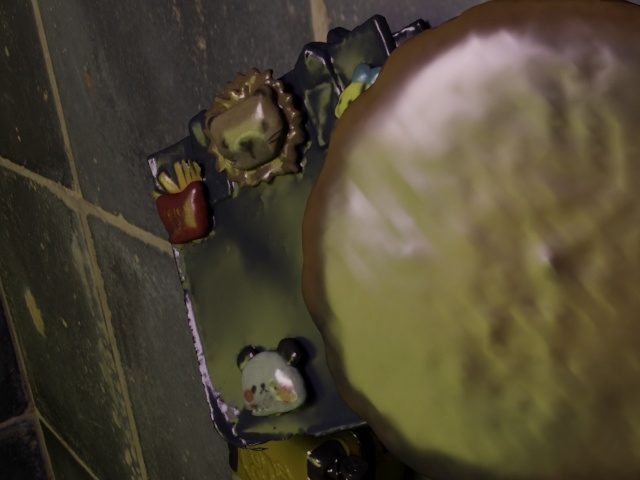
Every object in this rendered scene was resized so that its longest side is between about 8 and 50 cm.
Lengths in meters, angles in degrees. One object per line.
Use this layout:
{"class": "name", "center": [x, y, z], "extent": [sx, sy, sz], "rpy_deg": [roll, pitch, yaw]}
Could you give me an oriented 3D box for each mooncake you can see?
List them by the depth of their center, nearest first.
{"class": "mooncake", "center": [0.138, 0.008, 0.514], "extent": [0.290, 0.161, 0.291], "rpy_deg": [3, 97, 27]}

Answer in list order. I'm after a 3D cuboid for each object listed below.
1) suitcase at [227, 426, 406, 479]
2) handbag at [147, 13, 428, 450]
{"class": "suitcase", "center": [0.001, 0.229, 0.953], "extent": [0.235, 0.143, 0.194], "rpy_deg": [34, 135, 42]}
{"class": "handbag", "center": [0.000, 0.000, 0.754], "extent": [0.303, 0.122, 0.330], "rpy_deg": [-23, 85, 36]}
